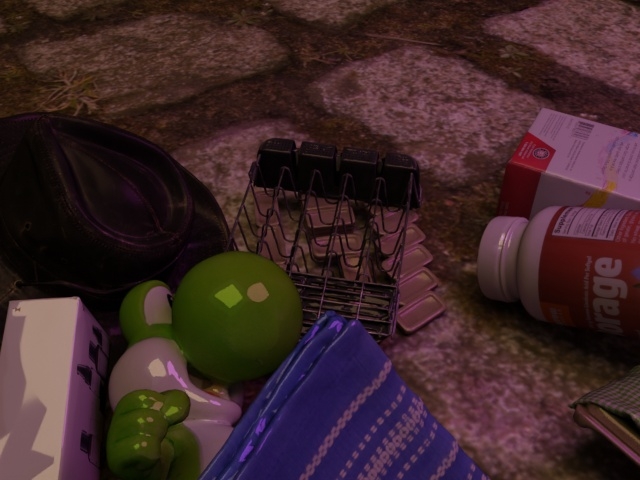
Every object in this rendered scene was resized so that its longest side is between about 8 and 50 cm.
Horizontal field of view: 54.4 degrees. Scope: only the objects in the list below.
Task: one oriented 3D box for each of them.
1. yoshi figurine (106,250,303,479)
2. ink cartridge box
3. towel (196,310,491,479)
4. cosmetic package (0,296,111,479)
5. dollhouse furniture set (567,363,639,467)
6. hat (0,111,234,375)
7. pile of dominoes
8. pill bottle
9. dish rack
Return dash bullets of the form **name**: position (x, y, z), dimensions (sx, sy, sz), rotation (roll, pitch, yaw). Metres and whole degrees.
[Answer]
- **yoshi figurine**: position (-0.058, 0.142, 0.460), dimensions (0.203, 0.204, 0.362), rotation (-16, 49, -16)
- **ink cartridge box**: position (0.307, -0.048, 0.709), dimensions (0.176, 0.127, 0.128), rotation (22, 48, 23)
- **towel**: position (0.054, 0.230, 0.337), dimensions (0.336, 0.040, 0.243), rotation (48, 52, -10)
- **cosmetic package**: position (-0.204, 0.171, 0.467), dimensions (0.060, 0.099, 0.239), rotation (-4, 62, -2)
- **dollhouse furniture set**: position (0.378, 0.147, 0.445), dimensions (0.197, 0.151, 0.301), rotation (-9, 39, -39)
- **hat**: position (-0.228, -0.038, 0.623), dimensions (0.331, 0.134, 0.331), rotation (13, 54, -19)
- **pile of dominoes**: position (0.028, 0.022, 0.728), dimensions (0.196, 0.040, 0.251), rotation (-7, 52, -6)
- **pill bottle**: position (0.271, 0.029, 0.606), dimensions (0.216, 0.121, 0.121), rotation (6, 39, 40)
- **dish rack**: position (0.000, 0.000, 0.677), dimensions (0.208, 0.074, 0.272), rotation (8, 53, 8)
